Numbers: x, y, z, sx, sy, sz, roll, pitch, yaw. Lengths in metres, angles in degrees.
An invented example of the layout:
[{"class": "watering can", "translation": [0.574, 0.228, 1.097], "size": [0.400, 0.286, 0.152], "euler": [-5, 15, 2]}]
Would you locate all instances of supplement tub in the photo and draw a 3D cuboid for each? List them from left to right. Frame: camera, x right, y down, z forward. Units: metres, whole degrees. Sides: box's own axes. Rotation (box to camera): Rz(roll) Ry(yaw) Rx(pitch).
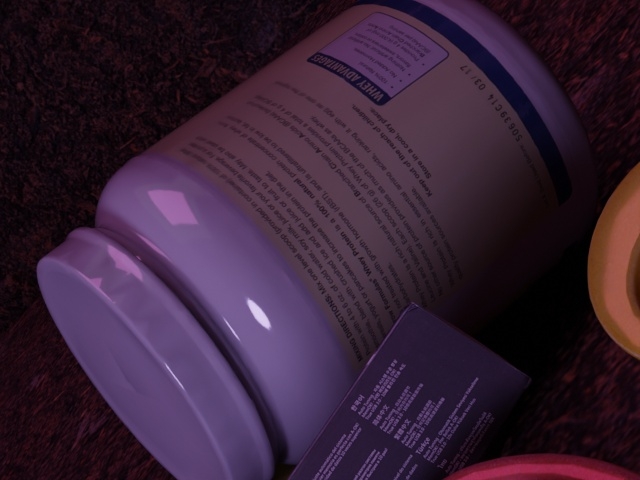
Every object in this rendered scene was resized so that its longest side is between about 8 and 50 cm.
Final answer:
[{"class": "supplement tub", "translation": [0.000, 0.000, 0.978], "size": [0.325, 0.235, 0.235], "euler": [-38, 9, -22]}]

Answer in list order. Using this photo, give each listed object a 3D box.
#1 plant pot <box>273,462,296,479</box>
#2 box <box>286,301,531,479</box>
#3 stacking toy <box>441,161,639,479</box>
[{"class": "plant pot", "translation": [-0.002, 0.178, 1.016], "size": [0.083, 0.081, 0.081], "euler": [-39, 12, -9]}, {"class": "box", "translation": [-0.008, 0.204, 0.772], "size": [0.307, 0.077, 0.242], "euler": [-55, -13, -14]}, {"class": "stacking toy", "translation": [0.188, 0.132, 0.588], "size": [0.309, 0.130, 0.279], "euler": [-54, 40, 1]}]
